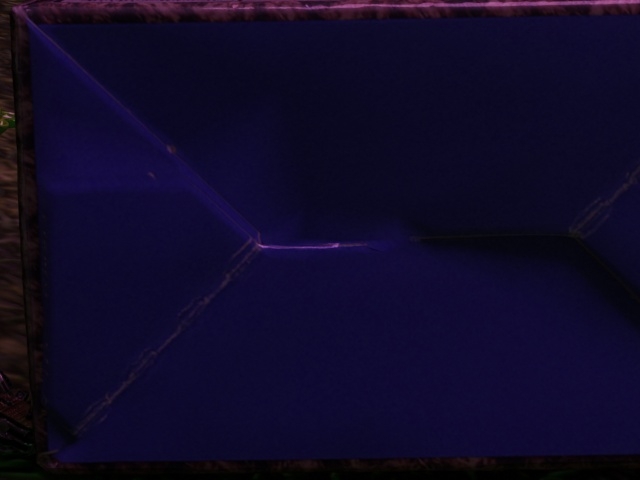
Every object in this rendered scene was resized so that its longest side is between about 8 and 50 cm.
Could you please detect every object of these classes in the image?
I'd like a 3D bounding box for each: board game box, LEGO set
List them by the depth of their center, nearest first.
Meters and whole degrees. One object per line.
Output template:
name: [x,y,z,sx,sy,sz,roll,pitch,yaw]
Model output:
LEGO set: [-0.093,0.065,0.659,0.083,0.023,0.054,23,13,-22]
board game box: [0.030,-0.026,0.710,0.232,0.141,0.291,0,11,2]

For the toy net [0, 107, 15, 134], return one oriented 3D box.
toy net: [-0.260,-0.057,0.911,0.232,0.045,0.122,-3,24,-44]
